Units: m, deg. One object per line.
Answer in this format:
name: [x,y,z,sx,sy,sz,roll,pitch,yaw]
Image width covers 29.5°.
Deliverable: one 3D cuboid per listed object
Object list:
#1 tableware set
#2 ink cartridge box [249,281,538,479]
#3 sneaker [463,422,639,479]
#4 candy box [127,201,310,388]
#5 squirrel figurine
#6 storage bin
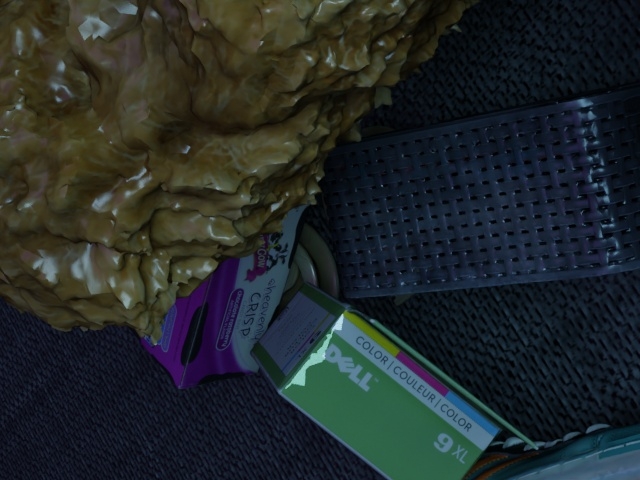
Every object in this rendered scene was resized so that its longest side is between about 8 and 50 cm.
tableware set: [0.000,0.000,0.796,0.194,0.039,0.128,-44,72,40]
ink cartridge box: [0.029,0.086,0.673,0.109,0.062,0.209,40,176,-9]
sneaker: [0.109,0.151,0.675,0.108,0.121,0.302,40,133,-14]
candy box: [-0.111,-0.032,0.840,0.233,0.071,0.159,43,127,38]
squirrel figurine: [-0.022,-0.154,0.572,0.281,0.370,0.397,60,-174,-38]
storage bin: [0.101,-0.028,0.636,0.180,0.122,0.084,-9,95,40]
